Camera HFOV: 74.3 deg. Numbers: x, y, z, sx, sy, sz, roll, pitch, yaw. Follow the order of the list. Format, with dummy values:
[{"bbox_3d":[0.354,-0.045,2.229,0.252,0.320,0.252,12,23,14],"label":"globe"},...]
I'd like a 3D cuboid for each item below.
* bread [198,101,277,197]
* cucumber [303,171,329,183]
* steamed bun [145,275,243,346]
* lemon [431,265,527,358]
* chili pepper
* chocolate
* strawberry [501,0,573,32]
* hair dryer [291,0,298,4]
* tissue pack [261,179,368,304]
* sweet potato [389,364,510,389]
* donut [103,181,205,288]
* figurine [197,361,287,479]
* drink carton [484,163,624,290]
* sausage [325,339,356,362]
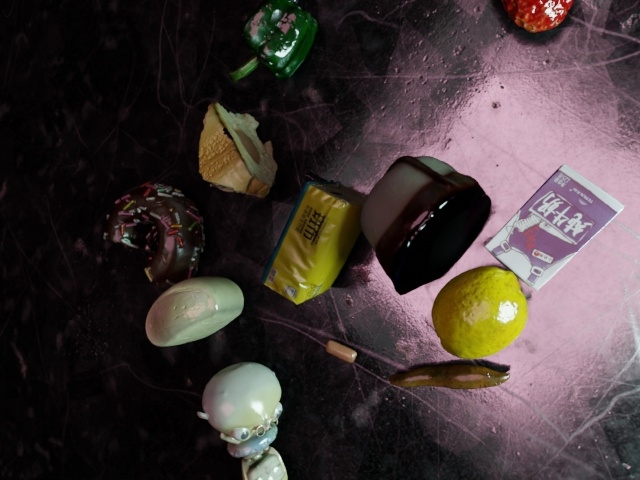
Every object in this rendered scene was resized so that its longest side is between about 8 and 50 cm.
[{"bbox_3d":[-0.194,-0.220,1.114,0.211,0.184,0.224,21,101,23],"label":"bread"},{"bbox_3d":[0.030,-0.129,1.089,0.163,0.043,0.039,31,61,15],"label":"cucumber"},{"bbox_3d":[-0.353,0.186,1.171,0.250,0.200,0.154,-34,74,18],"label":"steamed bun"},{"bbox_3d":[0.326,0.148,0.873,0.207,0.170,0.170,-41,73,21],"label":"lemon"},{"bbox_3d":[-0.131,-0.500,1.105,0.165,0.174,0.261,40,105,-6],"label":"chili pepper"},{"bbox_3d":[0.202,-0.050,0.903,0.186,0.284,0.283,44,107,36],"label":"chocolate"},{"bbox_3d":[0.439,-0.550,0.845,0.205,0.205,0.244,-6,108,25],"label":"strawberry"},{"bbox_3d":[-0.042,-0.662,1.141,0.083,0.026,0.047,19,99,17],"label":"hair dryer"},{"bbox_3d":[0.000,0.000,0.997,0.134,0.192,0.270,32,111,18],"label":"tissue pack"},{"bbox_3d":[0.285,0.307,0.951,0.265,0.057,0.057,-11,84,28],"label":"sweet potato"},{"bbox_3d":[-0.493,-0.035,1.280,0.345,0.136,0.259,38,107,19],"label":"donut"},{"bbox_3d":[-0.190,0.522,1.127,0.275,0.227,0.394,-15,94,55],"label":"figurine"},{"bbox_3d":[0.459,-0.023,0.852,0.134,0.102,0.222,44,108,17],"label":"drink carton"},{"bbox_3d":[0.052,0.281,1.071,0.083,0.034,0.034,20,97,25],"label":"sausage"}]
